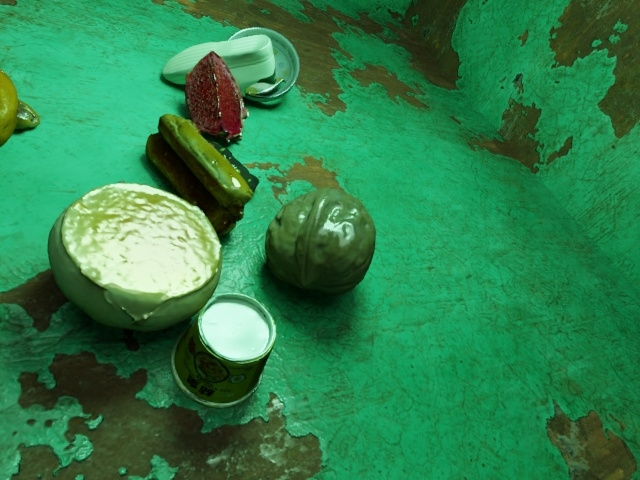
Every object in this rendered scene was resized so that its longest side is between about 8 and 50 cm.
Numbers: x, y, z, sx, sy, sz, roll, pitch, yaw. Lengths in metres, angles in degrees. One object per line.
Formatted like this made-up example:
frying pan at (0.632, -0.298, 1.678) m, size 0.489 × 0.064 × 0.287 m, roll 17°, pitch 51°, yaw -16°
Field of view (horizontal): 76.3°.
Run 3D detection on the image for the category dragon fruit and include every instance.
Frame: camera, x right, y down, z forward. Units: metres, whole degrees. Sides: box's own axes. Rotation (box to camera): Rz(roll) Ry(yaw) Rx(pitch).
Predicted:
dragon fruit at (-0.310, -0.402, 1.234) m, size 0.161 × 0.126 × 0.274 m, roll 1°, pitch 78°, yaw -66°

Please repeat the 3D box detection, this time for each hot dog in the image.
hot dog at (-0.720, -0.301, 0.924) m, size 0.140 × 0.060 × 0.090 m, roll 25°, pitch 38°, yaw -4°
hot dog at (-0.295, -0.167, 1.001) m, size 0.349 × 0.158 × 0.117 m, roll 46°, pitch 25°, yaw 19°

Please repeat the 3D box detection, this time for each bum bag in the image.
bum bag at (-0.263, -0.208, 1.121) m, size 0.232 × 0.060 × 0.106 m, roll 46°, pitch 34°, yaw 11°

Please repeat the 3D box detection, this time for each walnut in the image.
walnut at (0.003, 0.001, 0.966) m, size 0.273 × 0.227 × 0.273 m, roll 15°, pitch 50°, yaw -19°

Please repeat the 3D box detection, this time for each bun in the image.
bun at (-0.338, 0.045, 0.759) m, size 0.298 × 0.165 × 0.299 m, roll 23°, pitch 39°, yaw -20°

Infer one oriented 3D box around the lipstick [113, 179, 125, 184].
lipstick at (-0.476, -0.111, 0.924) m, size 0.025 × 0.025 × 0.107 m, roll 28°, pitch 35°, yaw -6°

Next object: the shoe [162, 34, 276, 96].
shoe at (-0.315, -0.540, 1.318) m, size 0.362 × 0.160 × 0.132 m, roll -9°, pitch 53°, yaw 8°

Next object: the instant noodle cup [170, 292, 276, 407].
instant noodle cup at (-0.168, 0.189, 0.745) m, size 0.182 × 0.144 × 0.182 m, roll 17°, pitch 44°, yaw -17°

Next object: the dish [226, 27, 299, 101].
dish at (-0.216, -0.603, 1.467) m, size 0.273 × 0.134 × 0.274 m, roll 2°, pitch 78°, yaw -8°

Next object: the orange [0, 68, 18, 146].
orange at (-0.715, -0.262, 0.763) m, size 0.239 × 0.240 × 0.240 m, roll 17°, pitch 44°, yaw -17°
